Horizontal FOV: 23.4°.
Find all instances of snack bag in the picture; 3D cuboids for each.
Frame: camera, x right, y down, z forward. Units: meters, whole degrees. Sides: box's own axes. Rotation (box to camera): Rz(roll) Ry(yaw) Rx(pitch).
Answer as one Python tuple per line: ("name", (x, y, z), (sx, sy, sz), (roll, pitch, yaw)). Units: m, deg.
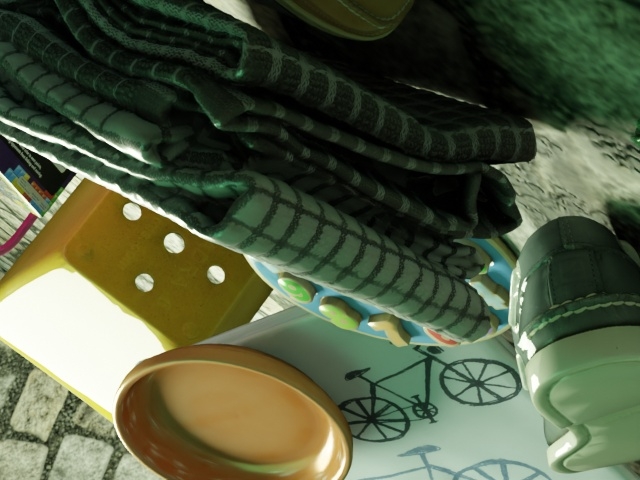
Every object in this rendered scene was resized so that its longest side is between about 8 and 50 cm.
("snack bag", (0.053, 0.155, 1.289), (0.323, 0.037, 0.342), (-23, 126, 35))

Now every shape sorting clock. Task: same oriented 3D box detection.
("shape sorting clock", (0.040, 0.019, 1.064), (0.206, 0.040, 0.206), (16, 148, 10))

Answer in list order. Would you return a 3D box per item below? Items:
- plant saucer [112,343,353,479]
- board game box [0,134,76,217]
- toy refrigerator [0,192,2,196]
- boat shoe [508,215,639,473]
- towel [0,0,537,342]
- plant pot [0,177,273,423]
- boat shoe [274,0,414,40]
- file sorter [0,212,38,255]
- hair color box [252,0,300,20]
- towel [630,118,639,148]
("plant saucer", (-0.069, 0.147, 1.261), (0.200, 0.037, 0.200), (8, 139, 8))
("board game box", (-0.209, -0.116, 1.122), (0.048, 0.141, 0.170), (29, 165, 25))
("toy refrigerator", (-0.405, -0.165, 1.544), (0.269, 0.102, 0.094), (42, 166, -27))
("boat shoe", (0.180, 0.074, 0.966), (0.319, 0.116, 0.099), (49, -154, -65))
("towel", (-0.050, -0.067, 0.815), (0.283, 0.121, 0.235), (26, -178, 43))
("plant pot", (-0.153, 0.028, 1.385), (0.212, 0.212, 0.187), (37, 154, -4))
("boat shoe", (-0.017, -0.160, 0.660), (0.190, 0.068, 0.072), (43, 154, -25))
("file sorter", (-0.337, -0.140, 1.249), (0.290, 0.202, 0.182), (28, 168, 32))
("hair color box", (-0.059, -0.166, 0.782), (0.141, 0.043, 0.072), (27, 164, 33))
("towel", (0.217, -0.017, 0.658), (0.113, 0.023, 0.152), (41, 164, -29))
